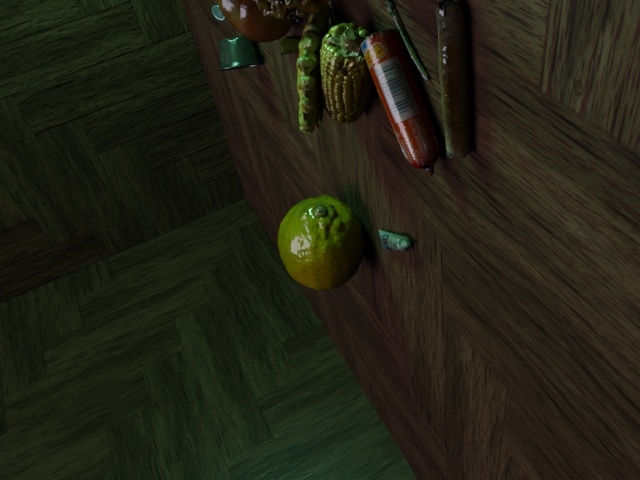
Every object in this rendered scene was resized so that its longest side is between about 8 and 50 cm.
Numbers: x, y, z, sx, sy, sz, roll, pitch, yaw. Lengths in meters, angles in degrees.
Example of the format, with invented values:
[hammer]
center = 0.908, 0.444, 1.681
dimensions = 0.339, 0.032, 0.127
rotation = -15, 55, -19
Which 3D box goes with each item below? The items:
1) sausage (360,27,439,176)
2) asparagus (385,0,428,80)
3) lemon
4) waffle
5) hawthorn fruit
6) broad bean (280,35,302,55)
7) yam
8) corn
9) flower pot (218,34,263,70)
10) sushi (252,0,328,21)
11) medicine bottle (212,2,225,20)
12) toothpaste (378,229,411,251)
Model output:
[sausage]
center = 0.155, -0.245, 1.118
dimensions = 0.274, 0.074, 0.074
rotation = 66, 169, -8
[asparagus]
center = 0.150, -0.350, 1.069
dimensions = 0.166, 0.016, 0.013
rotation = 64, -158, 5
[lemon]
center = -0.001, 0.004, 1.849
dimensions = 0.316, 0.285, 0.285
rotation = 50, -179, -37
[waffle]
center = -0.015, -0.386, 1.359
dimensions = 0.250, 0.056, 0.261
rotation = 88, -167, -48
[hawthorn fruit]
center = -0.151, -0.590, 1.559
dimensions = 0.199, 0.199, 0.251
rotation = 61, -179, 24
[broad bean]
center = -0.063, -0.510, 1.619
dimensions = 0.052, 0.053, 0.256
rotation = 29, -173, -26
[yam]
center = 0.207, -0.242, 0.948
dimensions = 0.046, 0.046, 0.264
rotation = 53, 164, 47
[corn]
center = 0.056, -0.336, 1.274
dimensions = 0.119, 0.119, 0.322
rotation = 62, 174, 17
[flower pot]
center = -0.280, -0.648, 2.112
dimensions = 0.157, 0.157, 0.107
rotation = -145, 47, -69
[sushi]
center = -0.056, -0.545, 1.208
dimensions = 0.200, 0.213, 0.204
rotation = 46, -165, -33
[medicine bottle]
center = -0.215, -0.662, 1.643
dimensions = 0.053, 0.208, 0.090
rotation = 17, 144, 24
[toothpaste]
center = 0.188, 0.004, 1.573
dimensions = 0.233, 0.038, 0.060
rotation = -164, 54, -79
